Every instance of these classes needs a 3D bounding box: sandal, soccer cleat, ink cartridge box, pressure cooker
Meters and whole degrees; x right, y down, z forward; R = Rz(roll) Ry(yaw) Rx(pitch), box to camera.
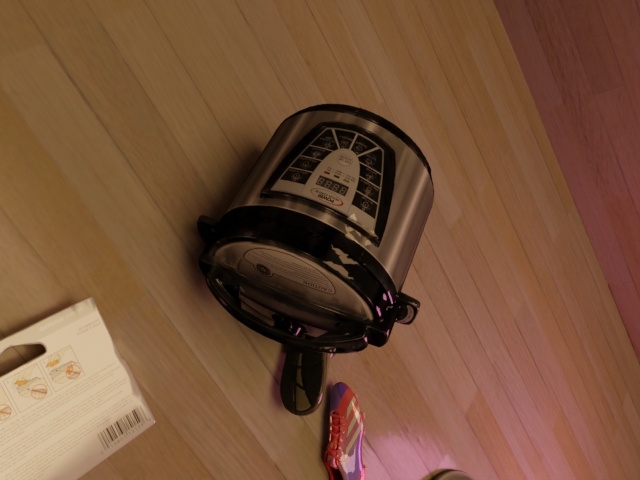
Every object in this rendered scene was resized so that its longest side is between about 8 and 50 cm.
[{"bbox_3d":[-0.013,0.225,1.133,0.086,0.120,0.303,55,47,-57],"label":"sandal"},{"bbox_3d":[0.046,0.443,1.155,0.095,0.083,0.248,-5,88,-38],"label":"soccer cleat"},{"bbox_3d":[-0.418,0.250,0.773,0.275,0.060,0.239,-31,102,-41],"label":"ink cartridge box"},{"bbox_3d":[0.001,0.004,0.996,0.375,0.369,0.421,46,56,-31],"label":"pressure cooker"}]

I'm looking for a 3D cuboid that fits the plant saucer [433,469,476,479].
[{"bbox_3d":[0.399,0.809,1.349,0.400,0.100,0.401,22,57,-38],"label":"plant saucer"}]
